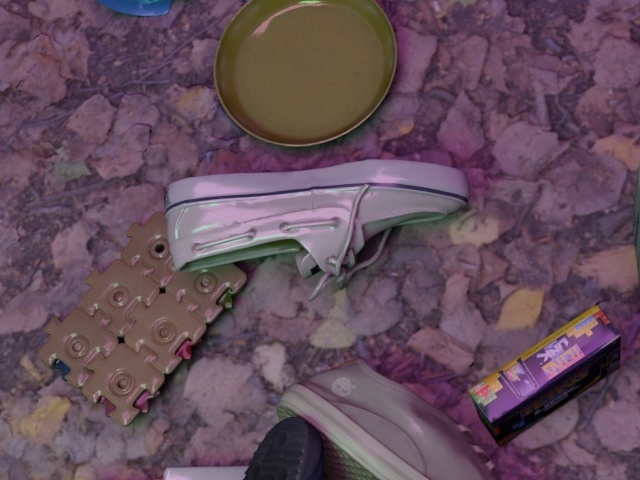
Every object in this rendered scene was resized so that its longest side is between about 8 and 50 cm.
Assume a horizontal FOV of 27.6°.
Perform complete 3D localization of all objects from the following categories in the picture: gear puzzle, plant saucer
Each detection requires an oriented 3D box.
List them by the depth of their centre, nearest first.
[{"bbox_3d":[-0.190,0.060,1.627,0.175,0.044,0.339,35,78,22],"label":"gear puzzle"},{"bbox_3d":[-0.018,-0.226,1.687,0.241,0.037,0.241,-4,70,11],"label":"plant saucer"}]

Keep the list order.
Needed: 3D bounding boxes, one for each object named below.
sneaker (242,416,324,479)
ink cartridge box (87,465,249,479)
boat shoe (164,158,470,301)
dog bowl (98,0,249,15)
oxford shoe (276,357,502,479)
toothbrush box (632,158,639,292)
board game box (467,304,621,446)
[{"bbox_3d":[-0.030,0.355,1.404,0.112,0.131,0.319,-1,72,56],"label":"sneaker"},{"bbox_3d":[-0.167,0.394,1.459,0.239,0.060,0.275,0,70,-10],"label":"ink cartridge box"},{"bbox_3d":[-0.002,-0.002,1.546,0.367,0.136,0.156,-3,75,-1],"label":"boat shoe"},{"bbox_3d":[-0.171,-0.386,1.712,0.297,0.166,0.074,-7,59,9],"label":"dog bowl"},{"bbox_3d":[0.150,0.279,1.425,0.449,0.169,0.130,38,63,21],"label":"oxford shoe"},{"bbox_3d":[0.492,-0.016,1.421,0.283,0.206,0.122,-4,71,10],"label":"toothbrush box"},{"bbox_3d":[0.252,0.153,1.447,0.170,0.141,0.048,-34,68,0],"label":"board game box"}]
